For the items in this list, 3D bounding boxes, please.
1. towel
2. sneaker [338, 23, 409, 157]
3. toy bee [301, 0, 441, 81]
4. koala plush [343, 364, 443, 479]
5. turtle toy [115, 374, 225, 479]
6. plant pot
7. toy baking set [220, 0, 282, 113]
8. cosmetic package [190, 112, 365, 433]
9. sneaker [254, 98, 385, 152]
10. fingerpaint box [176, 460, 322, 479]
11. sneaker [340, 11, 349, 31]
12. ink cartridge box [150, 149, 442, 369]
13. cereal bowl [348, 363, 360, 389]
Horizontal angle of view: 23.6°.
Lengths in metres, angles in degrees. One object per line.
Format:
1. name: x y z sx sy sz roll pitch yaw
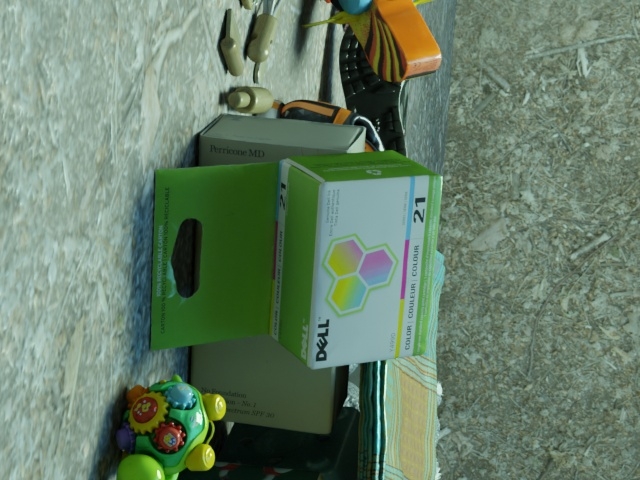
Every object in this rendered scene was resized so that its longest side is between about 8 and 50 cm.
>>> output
1. towel: 0.093 0.162 1.693 0.271 0.040 0.370 41 48 -66
2. sneaker: 0.078 -0.201 2.179 0.124 0.107 0.283 61 33 -84
3. toy bee: 0.068 -0.327 2.010 0.162 0.195 0.298 131 -39 -63
4. koala plush: 0.070 0.273 2.221 0.203 0.221 0.196 -53 148 -70
5. turtle toy: -0.145 0.177 1.371 0.066 0.095 0.130 49 44 -47
6. plant pot: -0.018 0.333 1.758 0.248 0.247 0.252 -64 147 -62
7. toy baking set: -0.063 -0.235 1.692 0.256 0.030 0.197 -4 100 -80
8. cosmetic package: -0.046 0.033 1.605 0.113 0.160 0.309 -58 152 -69
9. sneaker: 0.000 0.000 1.770 0.124 0.180 0.321 -11 108 -79
10. fingerpaint box: -0.117 0.494 1.494 0.371 0.163 0.445 -57 150 -70
11. sneaker: 0.066 -0.347 2.242 0.170 0.063 0.075 53 51 -69
12. ink cartridge box: -0.024 0.023 1.449 0.097 0.255 0.189 32 -57 56
13. cereal bowl: 0.090 0.094 2.444 0.339 0.141 0.339 6 90 -80
